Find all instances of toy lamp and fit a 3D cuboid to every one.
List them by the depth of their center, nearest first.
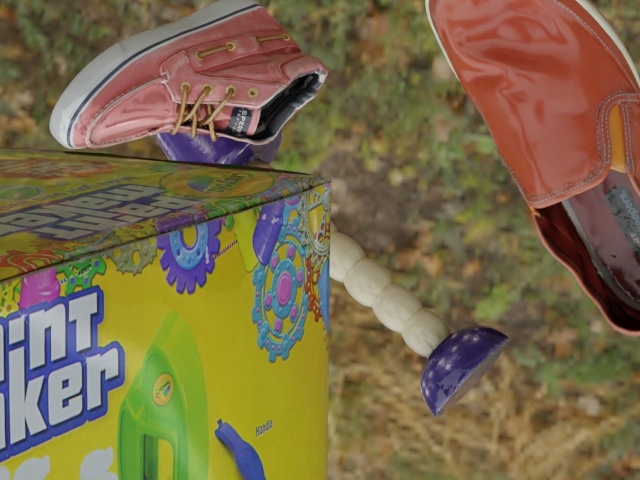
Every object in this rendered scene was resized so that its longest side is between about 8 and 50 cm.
[{"bbox_3d":[0.000,0.000,1.100,0.275,0.080,0.080,44,155,13],"label":"toy lamp"}]

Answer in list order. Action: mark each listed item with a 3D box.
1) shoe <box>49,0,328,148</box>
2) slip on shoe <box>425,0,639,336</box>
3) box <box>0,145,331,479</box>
[{"bbox_3d":[-0.077,-0.090,1.029,0.081,0.178,0.063,40,141,20],"label":"shoe"},{"bbox_3d":[0.184,-0.071,1.221,0.123,0.101,0.331,-24,107,29],"label":"slip on shoe"},{"bbox_3d":[-0.133,0.127,0.481,0.177,0.279,0.290,6,-169,25],"label":"box"}]
